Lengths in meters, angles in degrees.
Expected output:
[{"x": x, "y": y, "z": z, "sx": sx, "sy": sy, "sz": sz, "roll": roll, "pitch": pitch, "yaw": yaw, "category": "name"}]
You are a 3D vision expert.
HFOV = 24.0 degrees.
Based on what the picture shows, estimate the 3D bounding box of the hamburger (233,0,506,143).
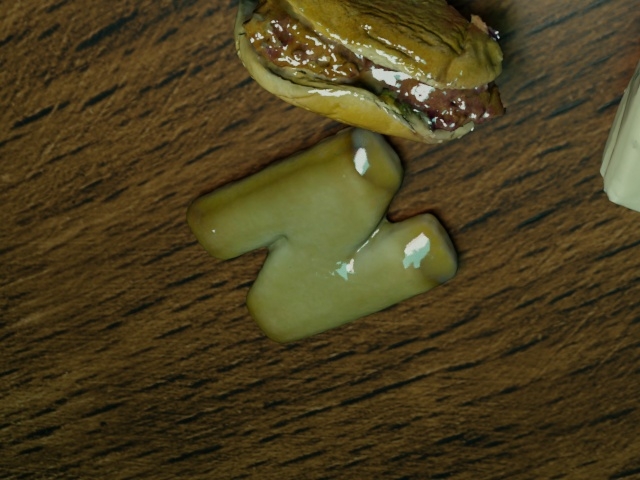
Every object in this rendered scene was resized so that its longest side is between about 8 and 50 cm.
[{"x": 0.038, "y": -0.212, "z": 1.645, "sx": 0.282, "sy": 0.245, "sz": 0.155, "roll": 54, "pitch": 139, "yaw": 34, "category": "hamburger"}]

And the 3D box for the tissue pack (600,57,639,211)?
[{"x": 0.463, "y": -0.175, "z": 1.475, "sx": 0.297, "sy": 0.207, "sz": 0.380, "roll": 20, "pitch": 141, "yaw": 6, "category": "tissue pack"}]

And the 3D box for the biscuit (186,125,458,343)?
[{"x": 0.000, "y": 0.000, "z": 1.845, "sx": 0.290, "sy": 0.062, "sz": 0.237, "roll": -21, "pitch": 114, "yaw": 27, "category": "biscuit"}]
